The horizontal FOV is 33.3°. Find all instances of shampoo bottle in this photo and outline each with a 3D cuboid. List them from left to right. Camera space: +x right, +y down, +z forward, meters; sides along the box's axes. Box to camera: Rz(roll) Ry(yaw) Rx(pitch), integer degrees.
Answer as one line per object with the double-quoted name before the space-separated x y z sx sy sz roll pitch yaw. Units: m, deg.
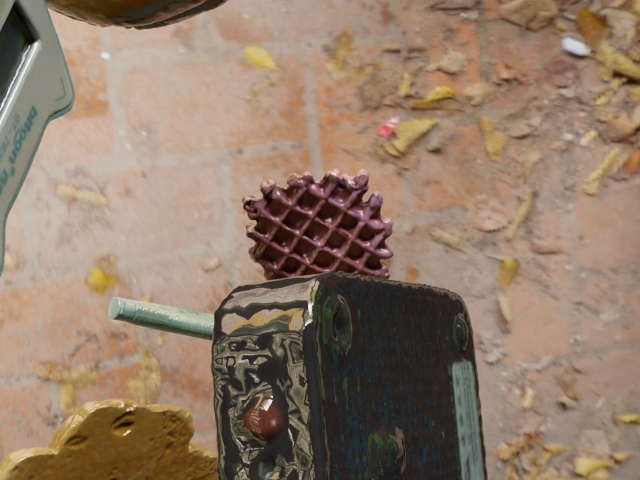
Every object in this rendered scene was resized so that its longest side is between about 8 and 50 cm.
"shampoo bottle" -0.243 0.123 1.680 0.191 0.069 0.041 15 99 -37

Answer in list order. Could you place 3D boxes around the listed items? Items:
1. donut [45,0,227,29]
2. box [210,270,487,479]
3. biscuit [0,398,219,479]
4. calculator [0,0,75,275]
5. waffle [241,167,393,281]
"donut" -0.235 -0.457 1.235 0.449 0.198 0.448 3 122 5
"box" 0.031 0.193 0.485 0.058 0.211 0.350 -7 82 24
"biscuit" -0.311 0.359 1.591 0.376 0.051 0.269 2 105 -38
"calculator" -0.283 -0.145 0.747 0.054 0.386 0.256 9 62 11
"waffle" 0.000 0.000 1.583 0.221 0.055 0.234 -10 121 6
